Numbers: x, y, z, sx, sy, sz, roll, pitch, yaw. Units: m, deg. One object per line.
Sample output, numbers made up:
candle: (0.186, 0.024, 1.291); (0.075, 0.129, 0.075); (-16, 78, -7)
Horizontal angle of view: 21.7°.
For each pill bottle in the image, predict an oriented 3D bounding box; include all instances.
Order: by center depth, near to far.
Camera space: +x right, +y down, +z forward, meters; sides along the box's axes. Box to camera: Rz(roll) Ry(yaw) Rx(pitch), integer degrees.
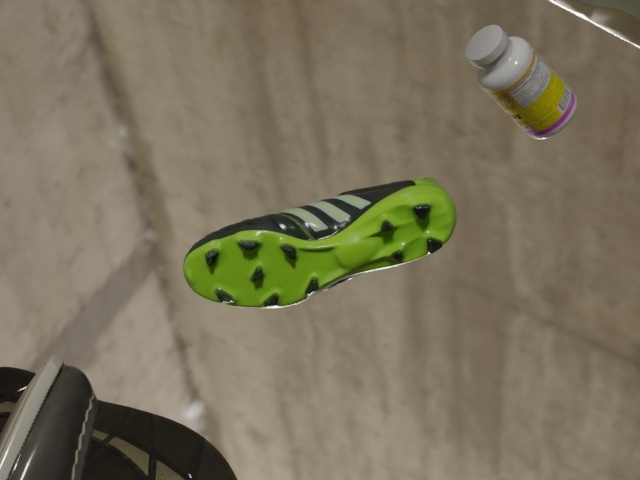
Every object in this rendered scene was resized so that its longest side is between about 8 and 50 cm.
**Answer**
pill bottle: (0.134, -0.108, 1.124); (0.083, 0.043, 0.043); (41, -109, -32)

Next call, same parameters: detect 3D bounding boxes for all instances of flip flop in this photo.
flip flop: (-0.163, 0.174, 1.183); (0.112, 0.277, 0.080); (-46, -38, -37)

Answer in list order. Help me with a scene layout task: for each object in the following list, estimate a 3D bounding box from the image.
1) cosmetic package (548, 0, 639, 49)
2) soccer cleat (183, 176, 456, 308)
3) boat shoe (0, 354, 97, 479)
cosmetic package: (0.134, -0.163, 0.627); (0.113, 0.160, 0.309); (-31, -29, 30)
soccer cleat: (0.000, 0.000, 1.078); (0.072, 0.179, 0.060); (-94, -10, -70)
boat shoe: (-0.167, 0.228, 0.849); (0.112, 0.096, 0.335); (149, 144, -74)
